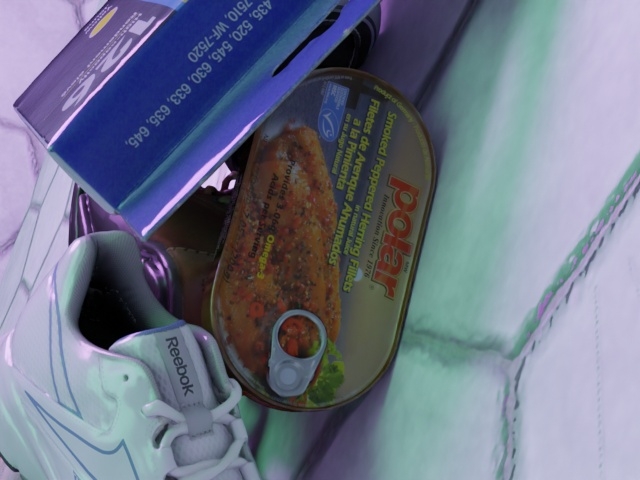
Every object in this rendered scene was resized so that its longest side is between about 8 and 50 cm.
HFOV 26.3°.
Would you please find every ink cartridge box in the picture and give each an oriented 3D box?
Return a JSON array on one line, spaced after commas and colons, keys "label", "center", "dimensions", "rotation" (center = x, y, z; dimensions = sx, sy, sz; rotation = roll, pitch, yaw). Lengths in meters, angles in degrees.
[{"label": "ink cartridge box", "center": [-0.052, -0.155, 0.828], "dimensions": [0.303, 0.072, 0.307], "rotation": [-47, 19, -5]}]

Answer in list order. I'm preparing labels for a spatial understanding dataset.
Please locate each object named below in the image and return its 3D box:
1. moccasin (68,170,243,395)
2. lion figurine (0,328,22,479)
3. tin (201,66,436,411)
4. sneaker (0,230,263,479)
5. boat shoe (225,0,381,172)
[{"label": "moccasin", "center": [-0.086, 0.014, 0.938], "dimensions": [0.380, 0.147, 0.139], "rotation": [-169, 78, -68]}, {"label": "lion figurine", "center": [-0.230, 0.169, 1.158], "dimensions": [0.392, 0.142, 0.240], "rotation": [-50, -2, 32]}, {"label": "tin", "center": [0.000, 0.000, 0.739], "dimensions": [0.040, 0.106, 0.190], "rotation": [141, 145, -71]}, {"label": "sneaker", "center": [-0.080, 0.119, 0.677], "dimensions": [0.297, 0.111, 0.129], "rotation": [50, 131, 29]}, {"label": "boat shoe", "center": [-0.022, -0.102, 0.951], "dimensions": [0.228, 0.080, 0.076], "rotation": [145, 133, -61]}]
